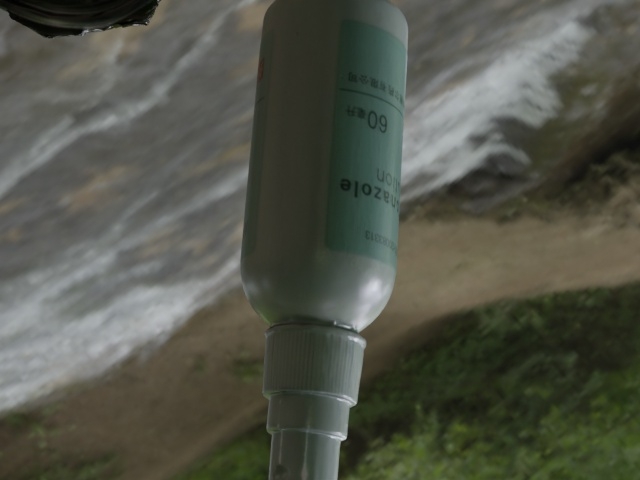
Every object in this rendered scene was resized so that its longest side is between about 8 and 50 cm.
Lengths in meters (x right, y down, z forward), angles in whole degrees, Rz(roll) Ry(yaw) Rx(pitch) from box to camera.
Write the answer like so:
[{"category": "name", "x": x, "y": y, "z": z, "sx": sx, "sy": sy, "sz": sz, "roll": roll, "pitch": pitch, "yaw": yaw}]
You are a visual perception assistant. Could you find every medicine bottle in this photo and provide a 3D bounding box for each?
[{"category": "medicine bottle", "x": 0.000, "y": 0.000, "z": 0.802, "sx": 0.110, "sy": 0.352, "sz": 0.110, "roll": 4, "pitch": 164, "yaw": 1}]

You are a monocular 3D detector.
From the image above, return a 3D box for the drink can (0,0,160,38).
[{"category": "drink can", "x": -0.061, "y": -0.173, "z": 0.436, "sx": 0.097, "sy": 0.097, "sz": 0.235, "roll": -48, "pitch": -165, "yaw": 36}]
